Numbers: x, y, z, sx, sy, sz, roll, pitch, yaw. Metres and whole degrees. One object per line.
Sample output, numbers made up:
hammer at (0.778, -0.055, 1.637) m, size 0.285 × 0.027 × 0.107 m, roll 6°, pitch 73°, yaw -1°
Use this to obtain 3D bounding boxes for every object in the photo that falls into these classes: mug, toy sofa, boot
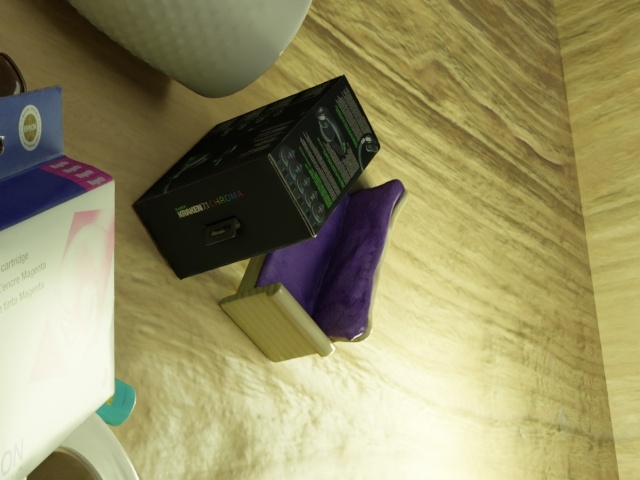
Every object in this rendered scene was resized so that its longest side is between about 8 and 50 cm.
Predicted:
mug at (-0.228, -0.414, 1.431) m, size 0.328 × 0.276 × 0.374 m, roll 29°, pitch 23°, yaw -39°
toy sofa at (0.000, 0.000, 1.634) m, size 0.150 × 0.177 × 0.362 m, roll 51°, pitch 39°, yaw -31°
boot at (-0.335, -0.130, 1.012) m, size 0.114 × 0.037 × 0.106 m, roll -12°, pitch 84°, yaw -53°

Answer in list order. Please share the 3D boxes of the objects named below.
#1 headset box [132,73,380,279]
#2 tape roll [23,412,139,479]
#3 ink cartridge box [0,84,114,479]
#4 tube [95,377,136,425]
headset box at (-0.086, -0.086, 1.475) m, size 0.131 × 0.246 × 0.283 m, roll 61°, pitch 34°, yaw -18°
tape roll at (-0.288, 0.296, 1.073) m, size 0.286 × 0.100 × 0.286 m, roll 55°, pitch 20°, yaw -30°
ink cartridge box at (-0.273, 0.044, 0.938) m, size 0.324 × 0.071 × 0.330 m, roll -48°, pitch 143°, yaw -70°
tube at (-0.309, 0.156, 1.225) m, size 0.207 × 0.052 × 0.080 m, roll 33°, pitch 40°, yaw -37°
